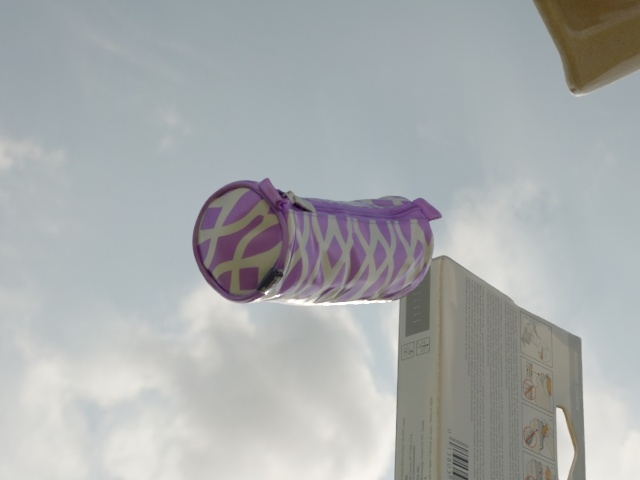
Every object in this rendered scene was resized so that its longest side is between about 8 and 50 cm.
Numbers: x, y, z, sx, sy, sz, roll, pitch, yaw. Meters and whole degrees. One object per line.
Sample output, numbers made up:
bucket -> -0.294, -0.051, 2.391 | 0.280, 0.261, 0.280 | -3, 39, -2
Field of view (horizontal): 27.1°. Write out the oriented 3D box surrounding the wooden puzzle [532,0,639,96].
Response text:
wooden puzzle -> 0.264, -0.331, 1.101 | 0.322, 0.080, 0.348 | -25, -87, -30

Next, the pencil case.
pencil case -> 0.000, 0.000, 0.933 | 0.086, 0.206, 0.088 | 42, -70, 27

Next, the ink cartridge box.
ink cartridge box -> 0.186, 0.199, 1.422 | 0.066, 0.296, 0.261 | -21, -38, 38
